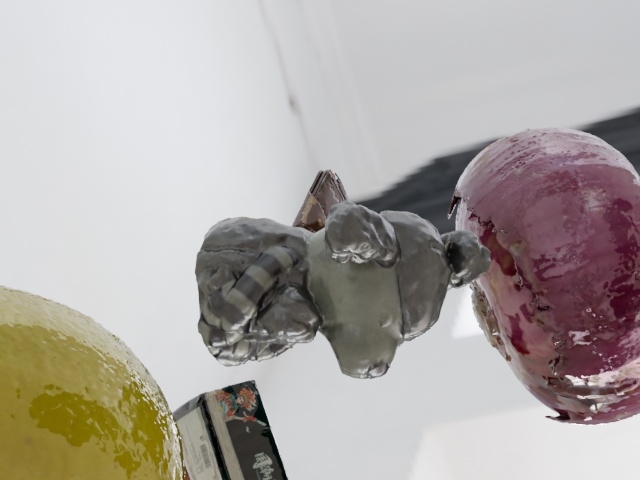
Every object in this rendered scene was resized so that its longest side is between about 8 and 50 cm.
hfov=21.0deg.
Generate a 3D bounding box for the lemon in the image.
[{"bbox_3d":[-0.294,0.222,1.681,0.364,0.364,0.364,-12,-90,-72],"label":"lemon"}]

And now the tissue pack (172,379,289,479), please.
[{"bbox_3d":[-0.098,0.256,1.968,0.090,0.103,0.170,-9,-105,-32],"label":"tissue pack"}]

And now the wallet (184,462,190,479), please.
[{"bbox_3d":[-0.149,0.388,2.230,0.142,0.045,0.204,-36,-78,-45],"label":"wallet"}]

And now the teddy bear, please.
[{"bbox_3d":[0.003,0.041,1.449,0.171,0.251,0.144,39,-131,-57],"label":"teddy bear"}]

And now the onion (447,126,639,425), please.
[{"bbox_3d":[0.310,0.020,2.022,0.358,0.345,0.358,41,180,0],"label":"onion"}]

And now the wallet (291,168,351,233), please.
[{"bbox_3d":[0.000,0.000,2.002,0.095,0.026,0.176,62,-145,-30],"label":"wallet"}]
